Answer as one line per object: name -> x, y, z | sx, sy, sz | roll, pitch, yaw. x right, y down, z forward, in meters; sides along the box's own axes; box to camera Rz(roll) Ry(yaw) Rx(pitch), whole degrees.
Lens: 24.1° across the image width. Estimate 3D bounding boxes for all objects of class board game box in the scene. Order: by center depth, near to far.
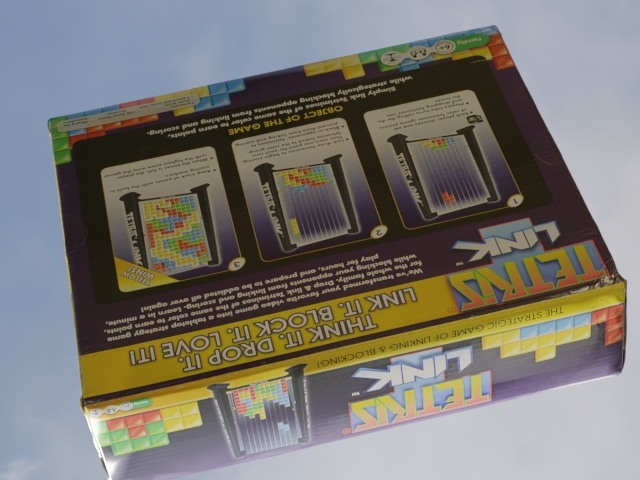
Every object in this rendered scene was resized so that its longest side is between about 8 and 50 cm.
board game box -> 0.000, 0.000, 0.509 | 0.170, 0.048, 0.141 | -12, -134, -4
